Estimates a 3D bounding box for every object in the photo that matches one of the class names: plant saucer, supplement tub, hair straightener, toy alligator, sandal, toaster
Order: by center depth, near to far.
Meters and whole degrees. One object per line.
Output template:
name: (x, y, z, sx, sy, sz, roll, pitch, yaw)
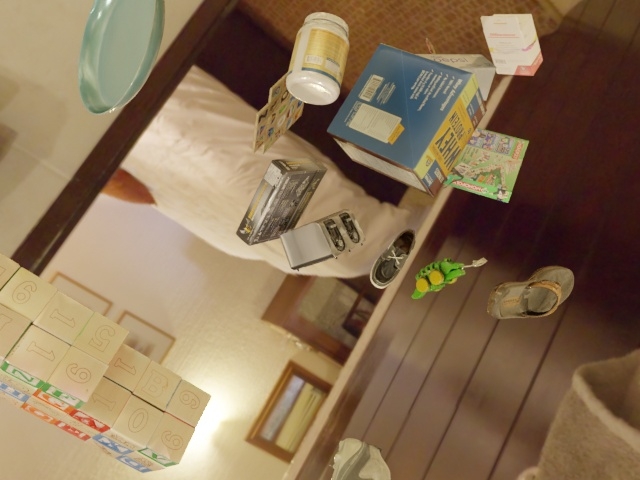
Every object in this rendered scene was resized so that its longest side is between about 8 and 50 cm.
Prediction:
sandal: (0.398, 0.101, 1.008, 0.219, 0.089, 0.060, -5, -166, -32)
plant saucer: (-0.392, -0.399, 1.089, 0.044, 0.317, 0.318, 10, -176, -45)
toy alligator: (0.246, 0.059, 1.094, 0.056, 0.051, 0.190, 0, 153, -42)
supplement tub: (-0.003, -0.477, 1.451, 0.144, 0.199, 0.144, 12, 169, 2)
toaster: (0.000, 0.000, 1.467, 0.186, 0.168, 0.110, -20, 92, 38)
hair straightener: (0.335, -0.205, 1.594, 0.047, 0.089, 0.230, -4, -153, -26)

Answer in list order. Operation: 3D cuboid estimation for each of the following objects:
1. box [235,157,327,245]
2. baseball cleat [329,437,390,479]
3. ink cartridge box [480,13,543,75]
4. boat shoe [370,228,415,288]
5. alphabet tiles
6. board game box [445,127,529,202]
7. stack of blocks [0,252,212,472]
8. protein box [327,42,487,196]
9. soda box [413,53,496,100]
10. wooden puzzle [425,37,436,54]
box: (-0.099, -0.103, 1.416, 0.056, 0.231, 0.183, 41, -151, 20)
baseball cleat: (0.053, 0.408, 0.851, 0.110, 0.205, 0.072, 13, 140, 10)
ink cartridge box: (0.523, -0.550, 1.505, 0.115, 0.067, 0.198, 21, 160, 42)
boat shoe: (0.231, 0.053, 1.741, 0.084, 0.233, 0.079, 34, 148, 10)
alphabet tiles: (-0.102, -0.425, 1.697, 0.011, 0.342, 0.285, 33, 149, 9)
board game box: (0.535, -0.256, 1.776, 0.214, 0.317, 0.046, 20, 135, 16)
stack of blocks: (-0.278, 0.147, 0.617, 0.297, 0.087, 0.171, 37, 141, -16)
protein box: (0.163, -0.225, 1.031, 0.201, 0.199, 0.136, 31, 179, 30)
soda box: (0.304, -0.426, 1.442, 0.091, 0.287, 0.098, -112, 22, -46)
wooden puzzle: (0.384, -0.667, 1.908, 0.006, 0.083, 0.049, -25, 171, 31)
